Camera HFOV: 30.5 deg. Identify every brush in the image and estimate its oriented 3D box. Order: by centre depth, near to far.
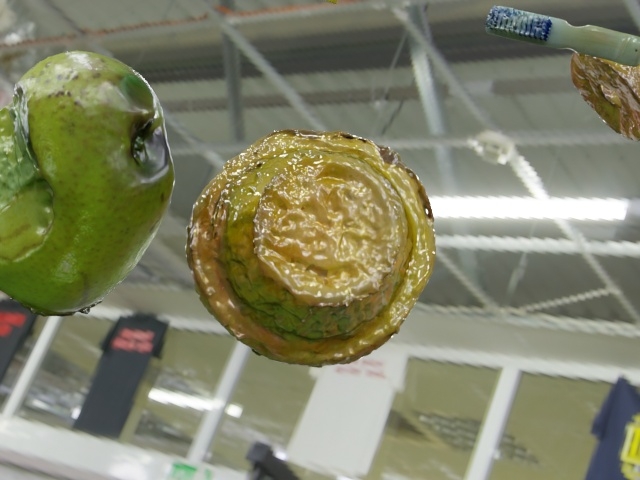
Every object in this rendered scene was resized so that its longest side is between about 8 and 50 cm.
[{"bbox_3d":[0.259,-0.222,1.254,0.178,0.033,0.030,19,-3,27],"label":"brush"}]

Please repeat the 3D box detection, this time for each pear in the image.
[{"bbox_3d":[-0.268,-0.065,1.272,0.255,0.238,0.164,-32,-14,34],"label":"pear"}]

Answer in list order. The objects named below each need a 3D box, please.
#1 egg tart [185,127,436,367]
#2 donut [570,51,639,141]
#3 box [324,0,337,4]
[{"bbox_3d":[0.000,0.000,1.276,0.288,0.288,0.118,25,-17,-8],"label":"egg tart"},{"bbox_3d":[0.410,-0.209,1.599,0.152,0.058,0.152,53,-9,12],"label":"donut"},{"bbox_3d":[-0.004,-0.417,1.308,0.153,0.279,0.041,7,14,-47],"label":"box"}]
